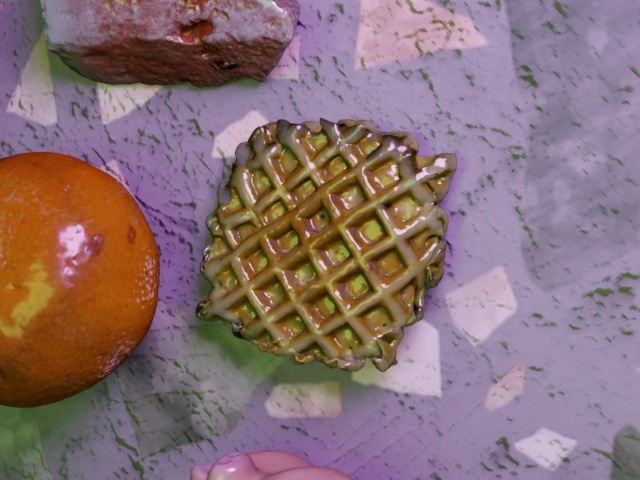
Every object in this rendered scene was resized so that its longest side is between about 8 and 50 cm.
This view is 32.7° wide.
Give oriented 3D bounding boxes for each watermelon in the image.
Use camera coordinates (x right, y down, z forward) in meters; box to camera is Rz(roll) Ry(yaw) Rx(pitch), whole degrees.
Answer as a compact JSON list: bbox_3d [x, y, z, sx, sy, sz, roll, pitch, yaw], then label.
[{"bbox_3d":[-0.125,-0.192,0.914,0.241,0.094,0.154,14,108,17],"label":"watermelon"}]

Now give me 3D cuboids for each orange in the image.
[{"bbox_3d":[-0.242,0.032,0.932,0.224,0.170,0.224,-9,72,28],"label":"orange"}]

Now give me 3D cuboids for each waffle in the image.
[{"bbox_3d":[0.000,0.000,0.893,0.214,0.054,0.208,17,98,22],"label":"waffle"}]

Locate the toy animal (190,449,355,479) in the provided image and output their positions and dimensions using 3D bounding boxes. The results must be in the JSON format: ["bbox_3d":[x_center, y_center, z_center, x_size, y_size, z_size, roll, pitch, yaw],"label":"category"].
[{"bbox_3d":[-0.037,0.327,0.867,0.269,0.237,0.326,-15,95,31],"label":"toy animal"}]
